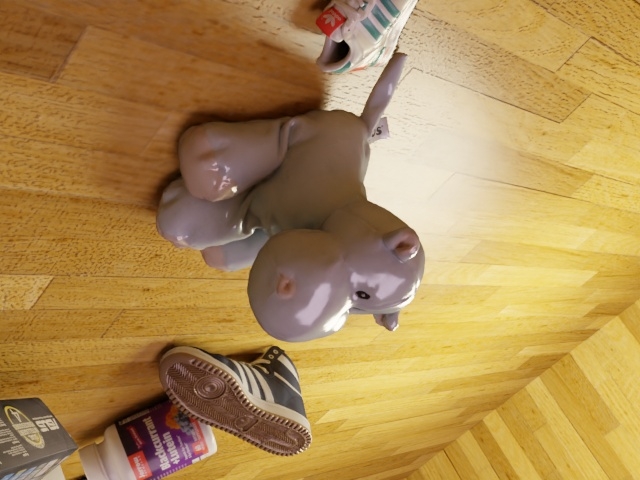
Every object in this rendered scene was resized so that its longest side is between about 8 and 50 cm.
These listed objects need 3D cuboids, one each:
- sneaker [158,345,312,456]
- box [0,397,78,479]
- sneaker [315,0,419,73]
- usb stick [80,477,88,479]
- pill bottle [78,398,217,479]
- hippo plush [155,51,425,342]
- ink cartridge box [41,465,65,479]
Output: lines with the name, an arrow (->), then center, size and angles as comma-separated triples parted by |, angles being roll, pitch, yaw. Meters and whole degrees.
sneaker -> -0.130, 0.210, 1.244 | 0.099, 0.153, 0.282 | -39, 122, 21
box -> -0.435, 0.287, 0.780 | 0.318, 0.097, 0.395 | -42, 173, -7
sneaker -> 0.038, -0.210, 0.723 | 0.075, 0.057, 0.161 | -23, 156, -26
usb stick -> -0.486, 0.467, 1.354 | 0.278, 0.045, 0.077 | -21, 145, -18
pill bottle -> -0.268, 0.319, 1.253 | 0.193, 0.108, 0.108 | -23, 152, -17
hippo plush -> 0.000, 0.000, 0.841 | 0.294, 0.236, 0.234 | -21, 151, -19
ink cartridge box -> -0.492, 0.432, 1.120 | 0.197, 0.198, 0.270 | 7, 135, -50
